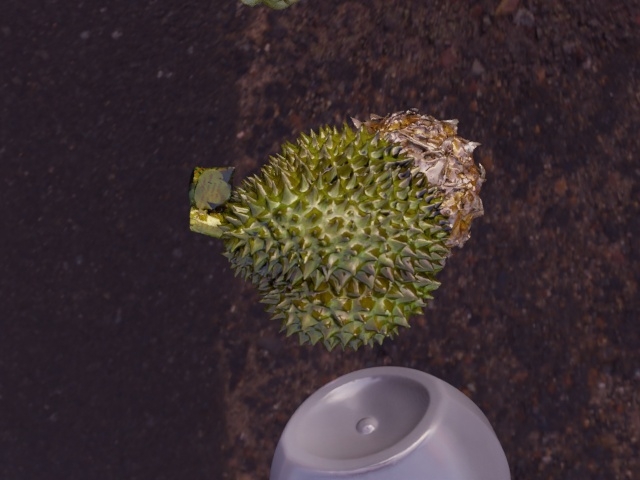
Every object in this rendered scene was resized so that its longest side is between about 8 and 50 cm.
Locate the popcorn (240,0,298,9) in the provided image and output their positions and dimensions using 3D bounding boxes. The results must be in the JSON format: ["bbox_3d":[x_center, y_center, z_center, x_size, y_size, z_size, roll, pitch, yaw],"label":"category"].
[{"bbox_3d":[-0.064,-0.456,1.367,0.282,0.282,0.247,-32,124,23],"label":"popcorn"}]

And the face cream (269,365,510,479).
[{"bbox_3d":[0.097,0.345,1.266,0.312,0.219,0.357,-20,127,-2],"label":"face cream"}]

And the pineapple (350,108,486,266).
[{"bbox_3d":[0.161,-0.100,1.917,0.352,0.352,0.300,24,158,-3],"label":"pineapple"}]

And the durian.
[{"bbox_3d":[0.014,-0.002,0.704,0.159,0.146,0.198,-32,142,16],"label":"durian"}]
